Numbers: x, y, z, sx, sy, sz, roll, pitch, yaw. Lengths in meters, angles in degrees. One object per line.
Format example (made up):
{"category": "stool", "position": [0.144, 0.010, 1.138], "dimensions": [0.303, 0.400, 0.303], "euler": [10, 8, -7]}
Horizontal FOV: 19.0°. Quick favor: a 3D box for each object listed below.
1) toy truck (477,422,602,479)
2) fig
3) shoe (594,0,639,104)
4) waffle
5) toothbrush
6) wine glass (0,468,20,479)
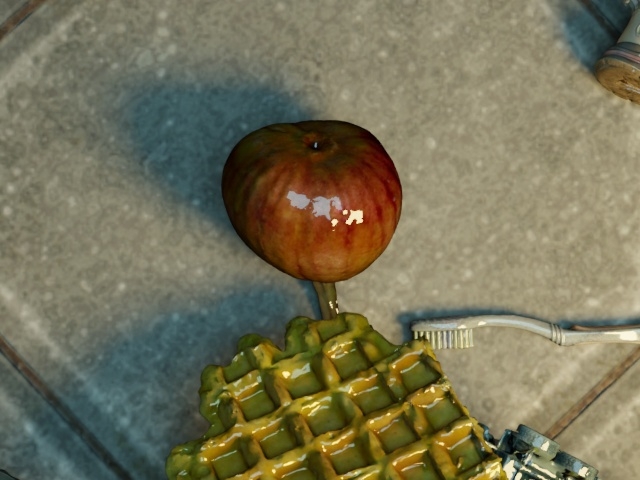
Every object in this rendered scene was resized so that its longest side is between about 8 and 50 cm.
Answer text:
{"category": "toy truck", "position": [0.206, 0.241, 1.715], "dimensions": [0.257, 0.140, 0.108], "euler": [29, 86, -17]}
{"category": "fig", "position": [0.005, -0.028, 1.696], "dimensions": [0.149, 0.202, 0.148], "euler": [-33, 55, 6]}
{"category": "shoe", "position": [0.344, -0.164, 1.762], "dimensions": [0.180, 0.089, 0.092], "euler": [18, 75, -8]}
{"category": "waffle", "position": [0.022, 0.190, 1.594], "dimensions": [0.307, 0.060, 0.311], "euler": [3, 54, 10]}
{"category": "toothbrush", "position": [0.268, 0.086, 1.771], "dimensions": [0.375, 0.028, 0.037], "euler": [0, 95, -6]}
{"category": "wine glass", "position": [-0.333, 0.280, 1.661], "dimensions": [0.122, 0.122, 0.183], "euler": [24, 92, -6]}
